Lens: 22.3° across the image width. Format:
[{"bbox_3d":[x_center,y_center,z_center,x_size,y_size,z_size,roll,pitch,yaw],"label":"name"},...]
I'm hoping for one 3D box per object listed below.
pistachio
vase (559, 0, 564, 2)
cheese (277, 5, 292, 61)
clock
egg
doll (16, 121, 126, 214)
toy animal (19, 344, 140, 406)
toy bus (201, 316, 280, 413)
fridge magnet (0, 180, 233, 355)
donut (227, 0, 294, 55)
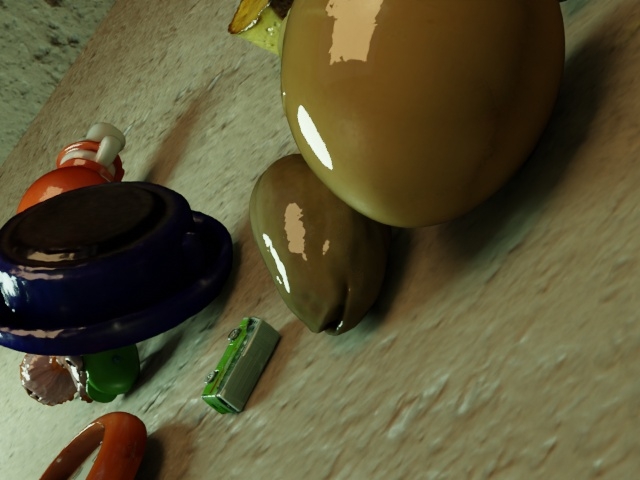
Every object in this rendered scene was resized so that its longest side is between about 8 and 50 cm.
[{"bbox_3d":[0.000,0.000,1.249,0.185,0.108,0.126,-105,31,-60],"label":"pistachio"},{"bbox_3d":[0.136,-0.277,1.329,0.115,0.115,0.237,-49,41,10],"label":"vase"},{"bbox_3d":[0.064,-0.223,1.516,0.226,0.117,0.214,-30,24,39],"label":"cheese"},{"bbox_3d":[-0.219,0.239,1.418,0.205,0.051,0.205,-47,17,19],"label":"clock"},{"bbox_3d":[0.071,-0.118,1.141,0.201,0.201,0.244,-37,34,41],"label":"egg"},{"bbox_3d":[-0.324,-0.026,2.079,0.161,0.130,0.290,-33,32,42],"label":"doll"},{"bbox_3d":[-0.254,0.119,1.671,0.208,0.100,0.103,160,110,-67],"label":"toy animal"},{"bbox_3d":[-0.065,0.102,1.333,0.037,0.031,0.083,-13,42,53],"label":"toy bus"},{"bbox_3d":[-0.217,0.025,1.583,0.265,0.113,0.265,-9,26,4],"label":"fridge magnet"},{"bbox_3d":[-0.021,-0.283,1.880,0.217,0.085,0.141,-37,23,42],"label":"donut"}]
